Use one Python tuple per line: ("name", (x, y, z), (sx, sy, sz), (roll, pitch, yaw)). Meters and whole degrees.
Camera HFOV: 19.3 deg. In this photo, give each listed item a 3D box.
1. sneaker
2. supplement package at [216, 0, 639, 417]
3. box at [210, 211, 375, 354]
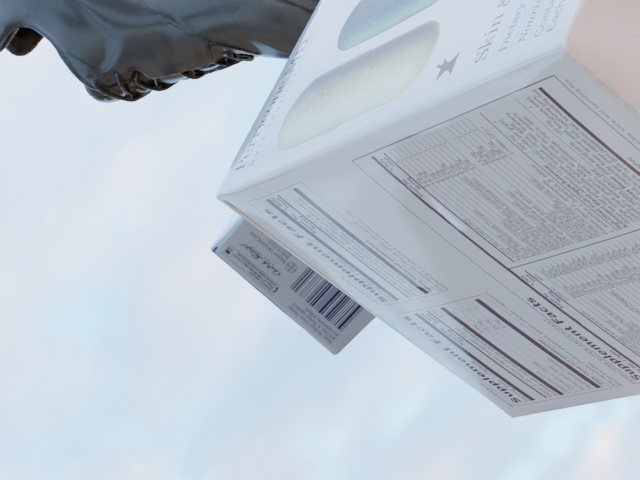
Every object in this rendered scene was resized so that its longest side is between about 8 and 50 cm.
("sneaker", (-0.100, -0.147, 1.268), (0.109, 0.286, 0.130), (7, -80, -67))
("supplement package", (0.128, -0.067, 0.838), (0.263, 0.198, 0.199), (-20, 38, 57))
("box", (0.000, 0.000, 1.429), (0.072, 0.126, 0.137), (-47, 5, 25))
